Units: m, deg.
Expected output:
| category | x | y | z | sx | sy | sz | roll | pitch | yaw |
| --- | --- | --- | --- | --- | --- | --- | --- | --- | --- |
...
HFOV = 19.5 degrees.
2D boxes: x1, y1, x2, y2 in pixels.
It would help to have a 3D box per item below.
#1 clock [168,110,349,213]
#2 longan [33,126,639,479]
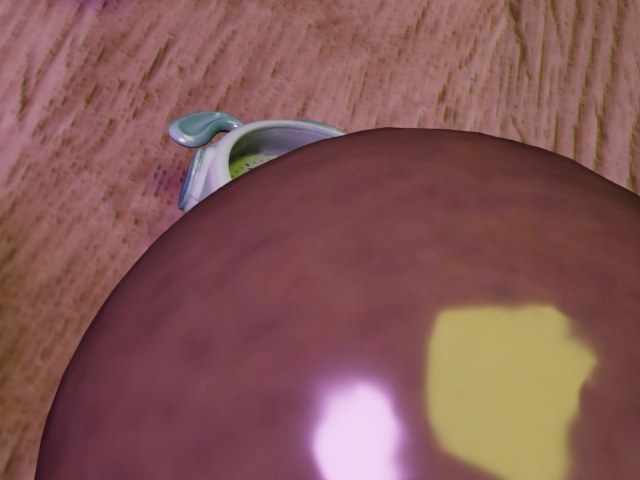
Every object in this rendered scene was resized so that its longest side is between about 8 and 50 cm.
| category | x | y | z | sx | sy | sz | roll | pitch | yaw |
| --- | --- | --- | --- | --- | --- | --- | --- | --- | --- |
| clock | 0.000 | -0.001 | 0.938 | 0.148 | 0.060 | 0.188 | 4 | 38 | -29 |
| longan | 0.040 | 0.104 | 0.625 | 0.297 | 0.297 | 0.297 | 18 | 34 | -12 |
